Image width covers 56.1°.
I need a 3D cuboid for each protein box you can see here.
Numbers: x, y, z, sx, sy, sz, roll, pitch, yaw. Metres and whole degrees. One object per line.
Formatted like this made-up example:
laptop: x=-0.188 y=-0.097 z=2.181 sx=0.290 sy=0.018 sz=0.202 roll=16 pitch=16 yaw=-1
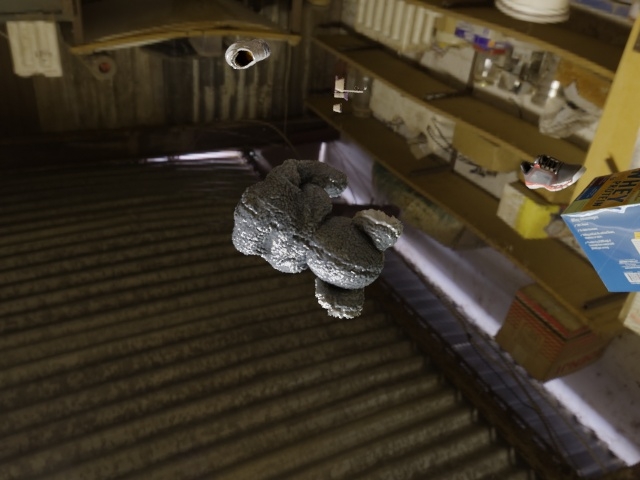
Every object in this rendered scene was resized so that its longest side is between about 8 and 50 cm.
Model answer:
protein box: x=0.619 y=-0.020 z=1.146 sx=0.136 sy=0.201 sz=0.200 roll=-41 pitch=-168 yaw=-22

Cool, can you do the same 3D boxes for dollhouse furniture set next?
dollhouse furniture set: x=0.076 y=-0.364 z=1.498 sx=0.081 sy=0.091 sz=0.114 roll=4 pitch=-167 yaw=0

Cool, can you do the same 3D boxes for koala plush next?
koala plush: x=0.000 y=0.000 z=0.901 sx=0.221 sy=0.196 sz=0.203 roll=35 pitch=-167 yaw=19

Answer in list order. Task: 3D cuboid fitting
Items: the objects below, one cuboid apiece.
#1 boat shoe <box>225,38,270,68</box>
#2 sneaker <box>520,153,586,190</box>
boat shoe: x=-0.110 y=-0.255 z=0.834 sx=0.035 sy=0.035 sz=0.100 roll=-41 pitch=-149 yaw=-26
sneaker: x=0.458 y=-0.141 z=1.206 sx=0.061 sy=0.065 sz=0.158 roll=-43 pitch=-164 yaw=-17
